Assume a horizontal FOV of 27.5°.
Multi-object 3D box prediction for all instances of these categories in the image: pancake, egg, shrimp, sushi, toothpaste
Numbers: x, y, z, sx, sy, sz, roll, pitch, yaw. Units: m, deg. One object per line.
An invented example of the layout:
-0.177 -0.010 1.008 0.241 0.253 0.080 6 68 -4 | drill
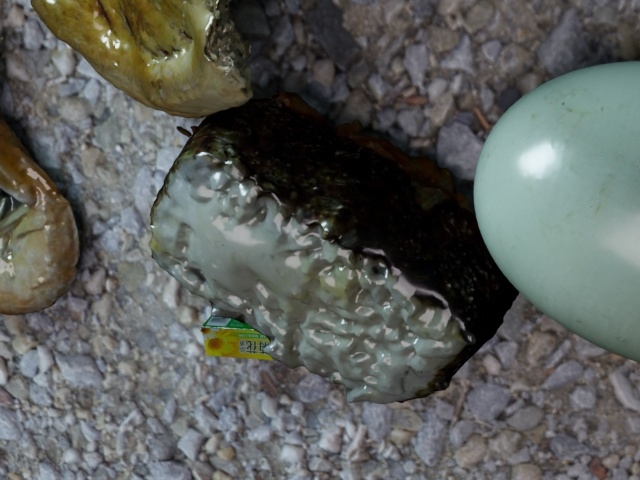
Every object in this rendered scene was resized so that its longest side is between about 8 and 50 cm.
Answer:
-0.159 -0.267 1.041 0.382 0.071 0.382 38 142 37 | pancake
0.298 -0.009 0.988 0.371 0.230 0.229 17 121 7 | egg
-0.318 -0.055 1.316 0.168 0.077 0.317 12 124 5 | shrimp
0.000 0.000 1.150 0.343 0.182 0.196 32 128 5 | sushi
-0.028 0.094 1.282 0.179 0.043 0.037 2 116 21 | toothpaste
